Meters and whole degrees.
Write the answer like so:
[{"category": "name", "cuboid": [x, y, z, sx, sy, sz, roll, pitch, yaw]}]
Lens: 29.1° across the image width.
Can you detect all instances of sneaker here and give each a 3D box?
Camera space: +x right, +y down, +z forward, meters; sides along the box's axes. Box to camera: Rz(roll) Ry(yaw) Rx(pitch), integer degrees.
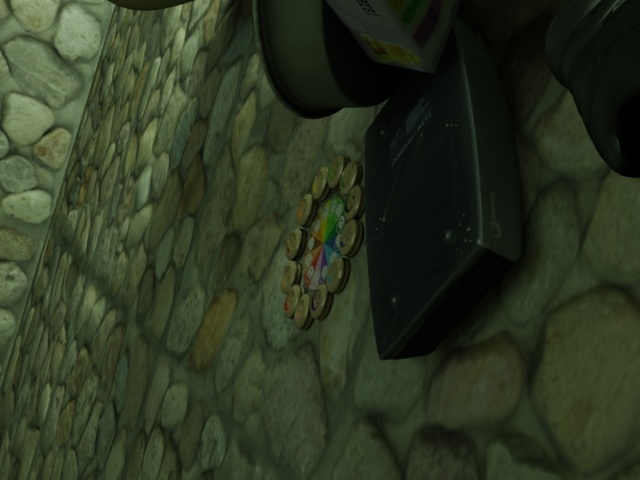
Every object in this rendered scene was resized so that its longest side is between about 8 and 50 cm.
[{"category": "sneaker", "cuboid": [0.231, -0.145, 0.676, 0.286, 0.109, 0.130, 116, 153, -49]}]

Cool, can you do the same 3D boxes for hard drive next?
[{"category": "hard drive", "cuboid": [0.094, -0.043, 0.987, 0.172, 0.054, 0.255, 126, 153, -42]}]

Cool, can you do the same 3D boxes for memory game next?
[{"category": "memory game", "cuboid": [0.000, 0.000, 1.257, 0.186, 0.012, 0.186, -50, 31, 47]}]

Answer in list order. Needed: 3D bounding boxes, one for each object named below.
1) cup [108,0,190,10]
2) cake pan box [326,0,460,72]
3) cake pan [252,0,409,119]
[{"category": "cup", "cuboid": [-0.178, -0.486, 1.721, 0.237, 0.331, 0.331, 13, 86, 43]}, {"category": "cake pan box", "cuboid": [0.066, -0.295, 0.919, 0.267, 0.070, 0.246, -70, -24, -12]}, {"category": "cake pan", "cuboid": [0.041, -0.241, 1.043, 0.054, 0.293, 0.293, 17, 91, 25]}]
